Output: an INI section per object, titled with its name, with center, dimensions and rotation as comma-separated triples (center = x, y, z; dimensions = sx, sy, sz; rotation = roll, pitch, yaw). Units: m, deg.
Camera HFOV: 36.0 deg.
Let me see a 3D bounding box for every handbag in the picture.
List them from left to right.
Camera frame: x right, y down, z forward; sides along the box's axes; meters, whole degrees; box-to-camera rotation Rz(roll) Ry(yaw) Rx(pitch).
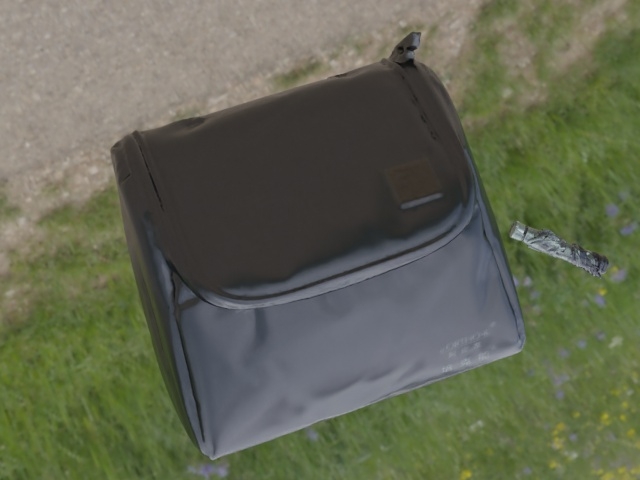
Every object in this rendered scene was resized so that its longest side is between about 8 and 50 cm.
[handbag]
center = 0.001, 0.002, 0.783
dimensions = 0.301, 0.178, 0.275
rotation = -17, 108, -10

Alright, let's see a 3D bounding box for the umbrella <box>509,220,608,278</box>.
[umbrella]
center = 0.432, 0.011, 1.779
dimensions = 0.188, 0.046, 0.050
rotation = 24, 132, -5
